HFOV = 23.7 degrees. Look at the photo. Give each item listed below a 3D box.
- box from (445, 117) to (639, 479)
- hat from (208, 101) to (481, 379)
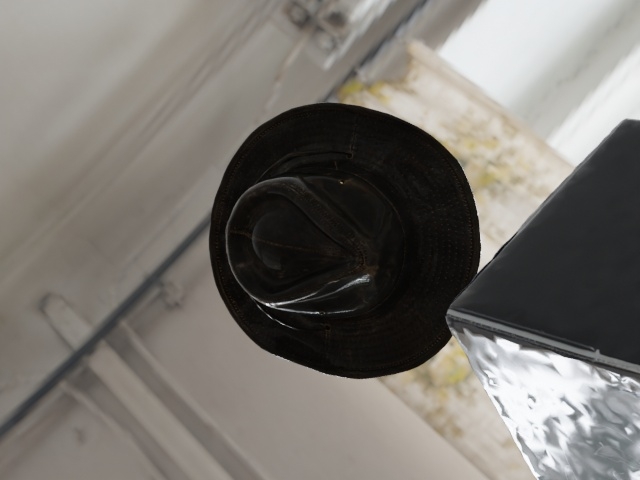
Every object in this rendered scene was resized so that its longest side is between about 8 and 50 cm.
[{"bbox_3d":[0.439,0.182,1.322,0.297,0.480,0.472,-44,-56,-23],"label":"box"},{"bbox_3d":[0.000,0.000,1.638,0.331,0.331,0.134,-61,-21,13],"label":"hat"}]
